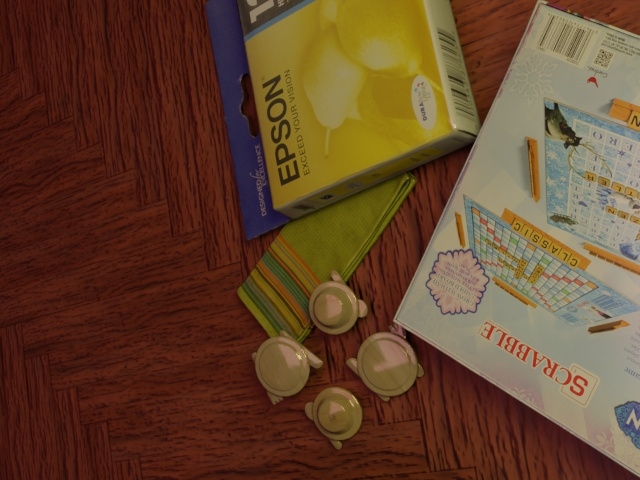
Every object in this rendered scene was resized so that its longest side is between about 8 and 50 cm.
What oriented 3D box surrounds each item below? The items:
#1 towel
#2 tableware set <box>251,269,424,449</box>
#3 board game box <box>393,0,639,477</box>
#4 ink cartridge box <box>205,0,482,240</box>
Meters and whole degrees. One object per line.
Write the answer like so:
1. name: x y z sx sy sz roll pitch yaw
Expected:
1. towel: 0.000 0.000 1.018 0.102 0.021 0.237 46 112 28
2. tableware set: 0.015 0.125 0.987 0.141 0.020 0.169 48 111 14
3. board game box: 0.256 0.005 0.803 0.318 0.066 0.318 32 105 33
4. ink cartridge box: -0.007 -0.190 0.999 0.307 0.072 0.304 -21 71 31
